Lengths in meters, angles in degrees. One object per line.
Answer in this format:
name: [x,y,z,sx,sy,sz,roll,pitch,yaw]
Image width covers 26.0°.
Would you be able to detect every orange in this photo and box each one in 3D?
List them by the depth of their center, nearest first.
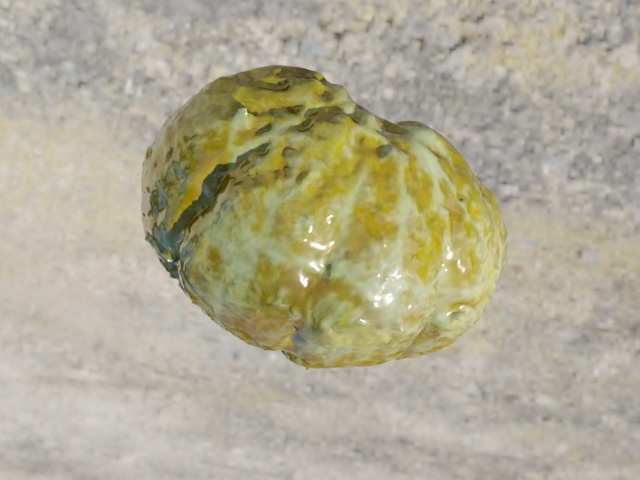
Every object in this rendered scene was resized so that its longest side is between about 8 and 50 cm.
orange: [0.000,0.000,1.309,0.369,0.210,0.271,23,126,-6]
